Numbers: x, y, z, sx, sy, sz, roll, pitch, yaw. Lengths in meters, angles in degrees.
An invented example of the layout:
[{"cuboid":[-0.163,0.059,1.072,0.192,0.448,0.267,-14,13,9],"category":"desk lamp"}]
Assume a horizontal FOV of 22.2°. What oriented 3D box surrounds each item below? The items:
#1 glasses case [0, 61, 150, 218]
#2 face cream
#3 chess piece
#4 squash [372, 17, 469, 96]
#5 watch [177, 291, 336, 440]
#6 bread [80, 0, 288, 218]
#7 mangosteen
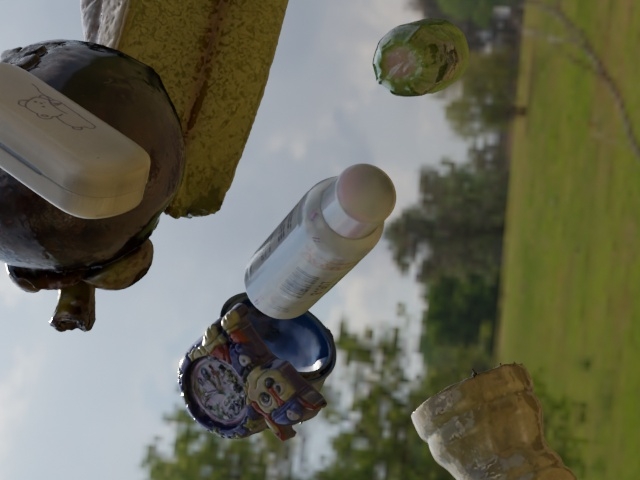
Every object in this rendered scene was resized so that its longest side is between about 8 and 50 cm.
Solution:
[{"cuboid":[-0.219,-0.081,1.288,0.083,0.196,0.050,-18,-47,-50],"category":"glasses case"},{"cuboid":[0.000,0.000,1.519,0.269,0.082,0.082,133,149,-64],"category":"face cream"},{"cuboid":[0.217,0.283,1.697,0.301,0.137,0.137,63,180,19],"category":"chess piece"},{"cuboid":[0.085,-0.150,1.341,0.229,0.066,0.066,-38,-48,-76],"category":"squash"},{"cuboid":[-0.069,0.162,2.120,0.171,0.196,0.200,-50,-10,35],"category":"watch"},{"cuboid":[-0.159,-0.228,2.053,0.245,0.233,0.361,-36,50,44],"category":"bread"},{"cuboid":[-0.283,-0.082,1.834,0.293,0.297,0.297,46,-150,-16],"category":"mangosteen"}]
